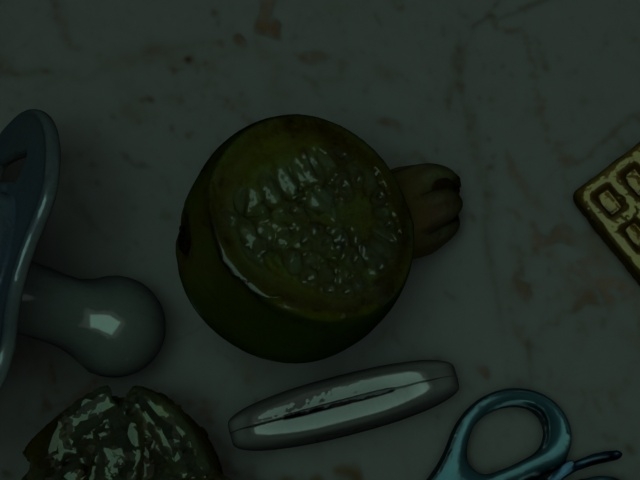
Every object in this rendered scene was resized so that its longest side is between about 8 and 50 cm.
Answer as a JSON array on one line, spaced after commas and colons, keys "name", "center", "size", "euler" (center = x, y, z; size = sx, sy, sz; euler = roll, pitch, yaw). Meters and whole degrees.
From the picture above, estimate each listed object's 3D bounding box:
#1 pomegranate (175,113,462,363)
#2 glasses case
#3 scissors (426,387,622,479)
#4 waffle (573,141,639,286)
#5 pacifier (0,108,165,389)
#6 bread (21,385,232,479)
[{"name": "pomegranate", "center": [-0.013, -0.007, 1.383], "size": [0.190, 0.159, 0.241], "euler": [41, 62, 1]}, {"name": "glasses case", "center": [0.019, 0.136, 1.394], "size": [0.193, 0.074, 0.049], "euler": [-16, 79, 4]}, {"name": "scissors", "center": [0.070, 0.260, 1.396], "size": [0.393, 0.032, 0.180], "euler": [-26, 82, 2]}, {"name": "waffle", "center": [0.310, 0.002, 1.402], "size": [0.125, 0.032, 0.191], "euler": [-39, 83, -1]}, {"name": "pacifier", "center": [-0.241, 0.051, 1.396], "size": [0.233, 0.244, 0.299], "euler": [20, 76, -22]}, {"name": "bread", "center": [-0.165, 0.248, 1.372], "size": [0.186, 0.124, 0.257], "euler": [20, 84, 18]}]
